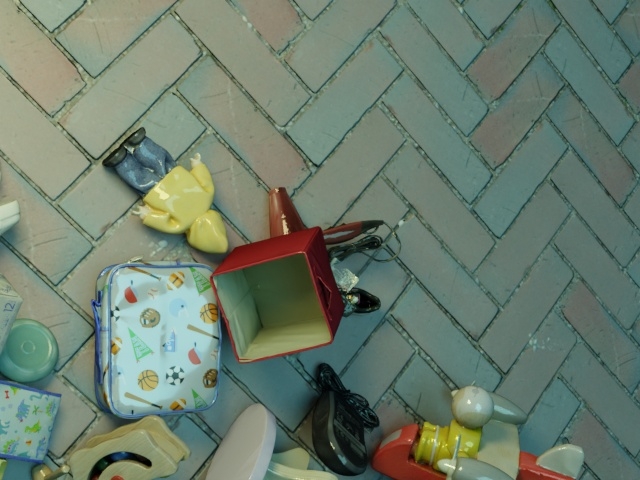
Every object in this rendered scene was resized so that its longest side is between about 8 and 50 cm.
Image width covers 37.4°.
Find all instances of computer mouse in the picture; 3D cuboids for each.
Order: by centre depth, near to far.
[{"bbox_3d":[0.037,0.381,1.882,0.072,0.272,0.188,-37,106,17],"label":"computer mouse"}]

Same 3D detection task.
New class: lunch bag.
[{"bbox_3d":[-0.535,0.312,1.641,0.151,0.096,0.129,21,76,-34],"label":"lunch bag"},{"bbox_3d":[-0.310,0.176,1.762,0.243,0.115,0.303,0,87,-25],"label":"lunch bag"}]

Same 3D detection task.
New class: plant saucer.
[{"bbox_3d":[-0.521,0.192,1.679,0.119,0.021,0.119,15,60,-28],"label":"plant saucer"}]

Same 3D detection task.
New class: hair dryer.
[{"bbox_3d":[0.000,0.000,1.943,0.293,0.080,0.223,39,66,-7],"label":"hair dryer"}]

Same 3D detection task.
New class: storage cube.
[{"bbox_3d":[-0.073,0.100,1.790,0.215,0.193,0.184,-15,103,12],"label":"storage cube"}]

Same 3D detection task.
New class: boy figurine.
[{"bbox_3d":[-0.275,-0.089,1.812,0.285,0.092,0.177,45,68,-18],"label":"boy figurine"}]

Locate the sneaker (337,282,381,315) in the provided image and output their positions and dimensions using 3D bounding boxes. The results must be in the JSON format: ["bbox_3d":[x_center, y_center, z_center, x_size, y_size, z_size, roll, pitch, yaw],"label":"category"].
[{"bbox_3d":[0.048,0.116,1.969,0.178,0.077,0.072,6,82,-26],"label":"sneaker"}]

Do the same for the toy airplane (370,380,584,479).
[{"bbox_3d":[0.342,0.428,1.924,0.384,0.386,0.272,-14,105,-28],"label":"toy airplane"}]

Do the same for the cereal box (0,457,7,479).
[{"bbox_3d":[-0.653,0.467,1.596,0.173,0.047,0.240,20,77,-23],"label":"cereal box"}]

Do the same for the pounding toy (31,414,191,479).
[{"bbox_3d":[-0.371,0.428,1.655,0.269,0.155,0.154,-23,95,16],"label":"pounding toy"}]

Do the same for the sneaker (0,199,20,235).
[{"bbox_3d":[-0.624,0.057,1.620,0.292,0.108,0.169,-30,103,-18],"label":"sneaker"}]

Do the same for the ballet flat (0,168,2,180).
[{"bbox_3d":[-0.710,-0.058,1.575,0.400,0.139,0.139,-33,101,-26],"label":"ballet flat"}]

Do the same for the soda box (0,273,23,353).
[{"bbox_3d":[-0.594,0.192,1.549,0.091,0.098,0.286,16,105,-45],"label":"soda box"}]

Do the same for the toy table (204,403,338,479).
[{"bbox_3d":[-0.105,0.460,1.784,0.161,0.252,0.274,40,47,-19],"label":"toy table"}]
